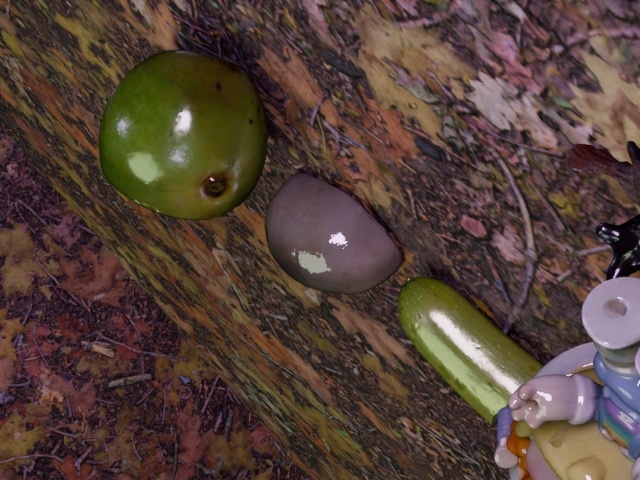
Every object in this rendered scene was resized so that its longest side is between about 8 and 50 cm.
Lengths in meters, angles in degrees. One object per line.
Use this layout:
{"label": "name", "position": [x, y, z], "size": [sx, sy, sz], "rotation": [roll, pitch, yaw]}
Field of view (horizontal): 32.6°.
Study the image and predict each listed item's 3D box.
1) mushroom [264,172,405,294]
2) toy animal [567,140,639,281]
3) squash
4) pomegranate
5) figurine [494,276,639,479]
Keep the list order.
{"label": "mushroom", "position": [0.000, 0.000, 1.326], "size": [0.188, 0.117, 0.141], "rotation": [36, 149, 41]}
{"label": "toy animal", "position": [0.253, -0.016, 0.755], "size": [0.202, 0.070, 0.105], "rotation": [20, 131, 62]}
{"label": "squash", "position": [0.159, 0.115, 1.241], "size": [0.188, 0.095, 0.095], "rotation": [44, 163, 16]}
{"label": "pomegranate", "position": [-0.143, -0.147, 1.261], "size": [0.190, 0.241, 0.159], "rotation": [22, 123, 5]}
{"label": "figurine", "position": [0.269, 0.158, 0.868], "size": [0.224, 0.205, 0.382], "rotation": [45, 164, 15]}
